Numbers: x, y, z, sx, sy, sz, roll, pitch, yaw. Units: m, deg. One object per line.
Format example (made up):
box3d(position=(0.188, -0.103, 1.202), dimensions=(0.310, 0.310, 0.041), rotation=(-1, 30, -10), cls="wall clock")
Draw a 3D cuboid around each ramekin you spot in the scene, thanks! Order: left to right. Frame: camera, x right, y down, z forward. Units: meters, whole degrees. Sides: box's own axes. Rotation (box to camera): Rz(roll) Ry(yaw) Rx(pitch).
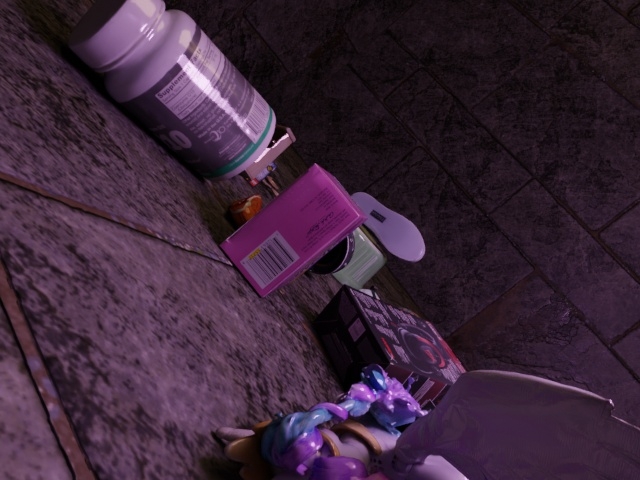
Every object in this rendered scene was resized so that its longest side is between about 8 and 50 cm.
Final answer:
box3d(position=(0.074, 0.006, 1.784), dimensions=(0.303, 0.148, 0.303), rotation=(49, 8, -9), cls="ramekin")

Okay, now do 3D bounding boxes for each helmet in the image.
box3d(position=(0.000, 0.000, 1.353), dimensions=(0.162, 0.169, 0.169), rotation=(27, 18, -27), cls="helmet")

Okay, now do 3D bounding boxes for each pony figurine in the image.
box3d(position=(0.112, 0.255, 0.570), dimensions=(0.351, 0.302, 0.363), rotation=(18, -5, 29), cls="pony figurine")

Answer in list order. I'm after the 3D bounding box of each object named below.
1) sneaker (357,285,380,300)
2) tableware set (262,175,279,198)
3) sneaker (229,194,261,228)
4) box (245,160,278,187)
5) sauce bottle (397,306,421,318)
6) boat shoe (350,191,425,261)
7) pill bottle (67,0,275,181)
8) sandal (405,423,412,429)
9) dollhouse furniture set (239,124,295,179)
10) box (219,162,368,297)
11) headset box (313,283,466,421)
box3d(position=(0.187, 0.224, 1.564), dimensions=(0.256, 0.094, 0.151), rotation=(42, 17, -34), cls="sneaker")
box3d(position=(-0.148, -0.163, 1.811), dimensions=(0.168, 0.020, 0.141), rotation=(52, 8, 15), cls="tableware set")
box3d(position=(-0.153, -0.055, 1.181), dimensions=(0.175, 0.064, 0.067), rotation=(-75, 145, -75), cls="sneaker")
box3d(position=(-0.195, -0.223, 1.552), dimensions=(0.137, 0.094, 0.027), rotation=(45, 9, -31), cls="box")
box3d(position=(0.311, 0.310, 1.853), dimensions=(0.111, 0.111, 0.344), rotation=(55, 7, 32), cls="sauce bottle")
box3d(position=(0.206, -0.030, 1.750), dimensions=(0.306, 0.113, 0.105), rotation=(37, -6, 30), cls="boat shoe")
box3d(position=(-0.266, -0.293, 1.063), dimensions=(0.361, 0.204, 0.204), rotation=(44, 10, -40), cls="pill bottle")
box3d(position=(0.193, 0.382, 1.123), dimensions=(0.067, 0.040, 0.179), rotation=(55, -7, -5), cls="sandal")
box3d(position=(-0.197, -0.298, 1.393), dimensions=(0.212, 0.161, 0.242), rotation=(25, -25, 45), cls="dollhouse furniture set")
box3d(position=(-0.036, -0.018, 1.035), dimensions=(0.117, 0.214, 0.243), rotation=(50, 7, 3), cls="box")
box3d(position=(0.156, 0.230, 1.083), dimensions=(0.293, 0.110, 0.218), rotation=(26, 21, -35), cls="headset box")
